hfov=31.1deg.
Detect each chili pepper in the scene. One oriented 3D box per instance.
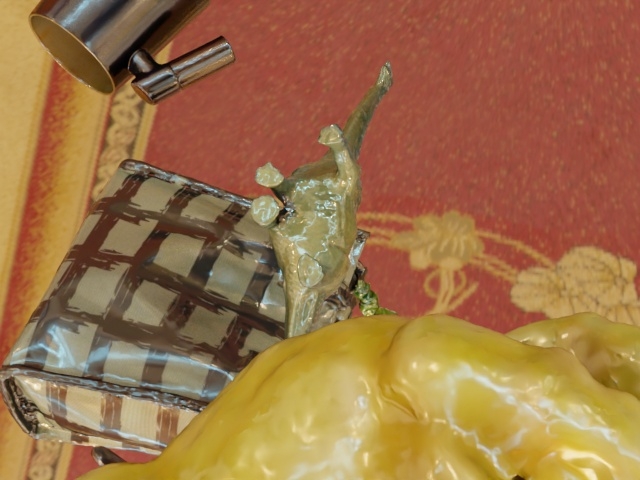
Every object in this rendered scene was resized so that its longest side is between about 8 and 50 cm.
[{"bbox_3d":[0.054,0.067,1.181,0.027,0.022,0.083,-32,138,10],"label":"chili pepper"}]

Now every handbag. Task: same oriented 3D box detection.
[{"bbox_3d":[-0.135,0.088,1.270,0.327,0.325,0.162,11,142,15],"label":"handbag"}]

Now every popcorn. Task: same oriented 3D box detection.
[{"bbox_3d":[0.054,0.172,0.516,0.316,0.281,0.297,-25,133,-3],"label":"popcorn"}]

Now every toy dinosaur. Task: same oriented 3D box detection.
[{"bbox_3d":[-0.003,-0.007,0.988,0.076,0.147,0.363,11,80,22],"label":"toy dinosaur"}]

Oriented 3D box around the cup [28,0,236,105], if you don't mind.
[{"bbox_3d":[-0.231,-0.282,1.430,0.239,0.177,0.166,25,157,38],"label":"cup"}]
